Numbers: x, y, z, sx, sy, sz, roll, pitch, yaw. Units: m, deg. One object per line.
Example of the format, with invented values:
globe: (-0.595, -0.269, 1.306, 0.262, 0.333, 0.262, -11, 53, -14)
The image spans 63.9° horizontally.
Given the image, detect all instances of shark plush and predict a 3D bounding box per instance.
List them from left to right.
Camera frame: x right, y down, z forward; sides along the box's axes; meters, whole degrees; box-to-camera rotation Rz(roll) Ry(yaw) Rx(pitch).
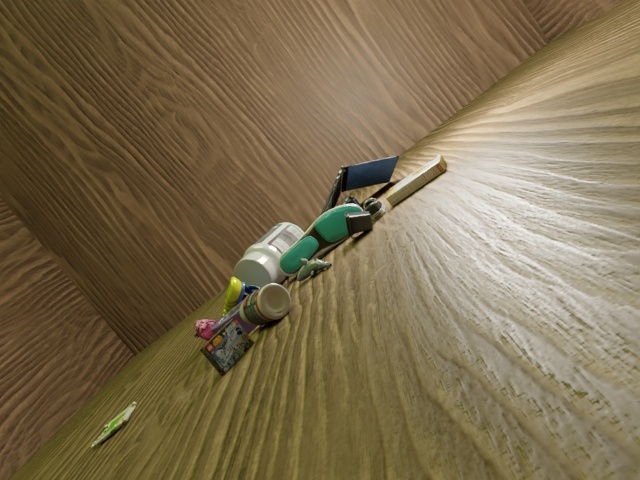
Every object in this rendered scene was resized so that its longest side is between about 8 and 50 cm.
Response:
shark plush: (-0.015, 0.104, 1.756, 0.161, 0.073, 0.067, -6, 46, 38)

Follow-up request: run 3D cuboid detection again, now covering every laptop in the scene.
laptop: (0.182, -0.213, 2.523, 0.382, 0.236, 0.408, 85, -153, -78)

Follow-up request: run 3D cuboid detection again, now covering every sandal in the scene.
sandal: (-0.296, 0.245, 1.948, 0.317, 0.138, 0.126, 123, 156, -63)

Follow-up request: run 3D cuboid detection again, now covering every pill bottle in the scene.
pill bottle: (-0.176, 0.201, 1.560, 0.108, 0.108, 0.180, -42, 7, -36)
pill bottle: (-0.207, 0.078, 2.191, 0.204, 0.204, 0.361, -34, 7, 32)

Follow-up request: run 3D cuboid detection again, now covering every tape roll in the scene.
tape roll: (-0.272, 0.270, 1.734, 0.189, 0.080, 0.189, -38, 5, 4)

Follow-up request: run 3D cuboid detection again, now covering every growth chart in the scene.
growth chart: (-0.725, 0.650, 1.801, 0.172, 0.021, 0.237, -40, 6, -8)

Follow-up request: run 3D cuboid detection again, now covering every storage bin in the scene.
storage bin: (0.137, -0.060, 1.831, 0.091, 0.098, 0.135, -9, 8, 4)

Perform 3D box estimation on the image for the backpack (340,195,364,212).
backpack: (0.141, -0.146, 2.310, 0.084, 0.105, 0.114, -38, 6, 10)

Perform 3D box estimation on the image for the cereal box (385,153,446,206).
cereal box: (0.361, -0.229, 1.928, 0.240, 0.047, 0.173, -36, 7, 21)

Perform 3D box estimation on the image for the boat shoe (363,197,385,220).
boat shoe: (0.207, -0.132, 1.990, 0.077, 0.070, 0.219, -37, 6, 6)

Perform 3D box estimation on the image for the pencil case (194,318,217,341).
pencil case: (-0.443, 0.352, 2.018, 0.095, 0.098, 0.209, -46, 9, -20)

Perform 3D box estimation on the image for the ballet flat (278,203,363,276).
ballet flat: (0.000, 0.000, 2.033, 0.400, 0.139, 0.139, -39, 6, -7)

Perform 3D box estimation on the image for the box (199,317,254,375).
box: (-0.255, 0.290, 1.412, 0.027, 0.094, 0.137, -32, 8, 41)
